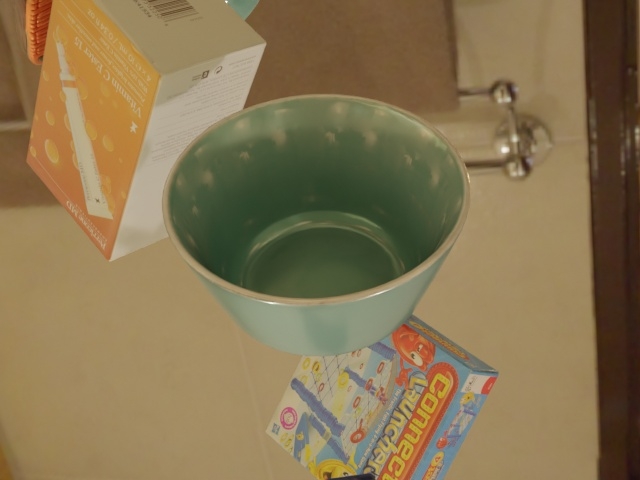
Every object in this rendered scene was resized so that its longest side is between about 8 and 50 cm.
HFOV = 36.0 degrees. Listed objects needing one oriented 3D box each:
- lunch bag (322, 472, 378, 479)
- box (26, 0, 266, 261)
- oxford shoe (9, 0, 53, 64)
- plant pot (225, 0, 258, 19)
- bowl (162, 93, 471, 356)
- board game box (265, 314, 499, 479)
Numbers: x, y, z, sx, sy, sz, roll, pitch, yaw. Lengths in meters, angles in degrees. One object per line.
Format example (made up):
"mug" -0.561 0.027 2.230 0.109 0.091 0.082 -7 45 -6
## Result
"lunch bag" 0.038 0.319 1.179 0.099 0.067 0.065 2 -153 -33
"box" -0.242 -0.177 1.300 0.168 0.345 0.215 -27 -115 -39
"oxford shoe" -0.449 -0.446 1.526 0.133 0.363 0.130 26 -139 15
"plant pot" -0.220 -0.482 1.675 0.293 0.235 0.293 -39 -147 32
"bowl" 0.000 0.000 1.046 0.312 0.163 0.311 -3 -134 3
"board game box" 0.091 0.268 1.615 0.302 0.308 0.086 33 -168 39
